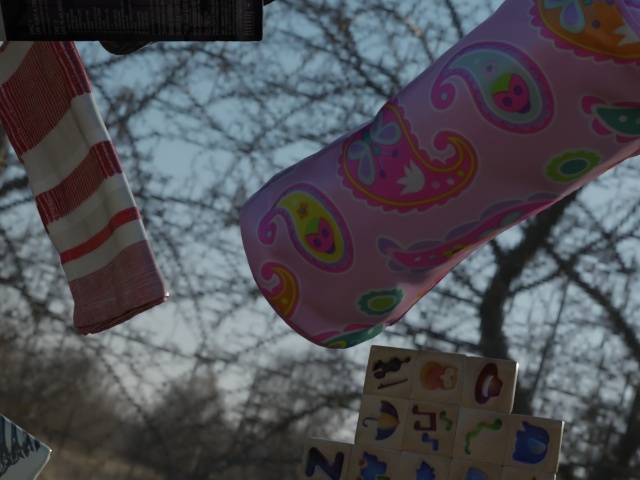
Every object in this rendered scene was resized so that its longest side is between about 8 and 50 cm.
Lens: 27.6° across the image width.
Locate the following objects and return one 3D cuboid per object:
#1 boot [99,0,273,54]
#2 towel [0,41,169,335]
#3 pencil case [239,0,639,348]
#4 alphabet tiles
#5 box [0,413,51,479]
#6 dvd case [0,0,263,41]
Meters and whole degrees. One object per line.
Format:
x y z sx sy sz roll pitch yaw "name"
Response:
-0.120 -0.276 1.419 0.246 0.083 0.161 -18 10 18 "boot"
-0.259 -0.070 1.340 0.037 0.329 0.237 -20 -3 -28 "towel"
0.086 -0.048 0.716 0.284 0.124 0.124 -35 -43 30 "pencil case"
0.073 0.199 0.974 0.198 0.237 0.009 5 -16 22 "alphabet tiles"
-0.345 0.127 0.987 0.275 0.113 0.094 35 -15 -5 "box"
-0.153 -0.217 0.960 0.221 0.018 0.164 -1 -45 -3 "dvd case"
